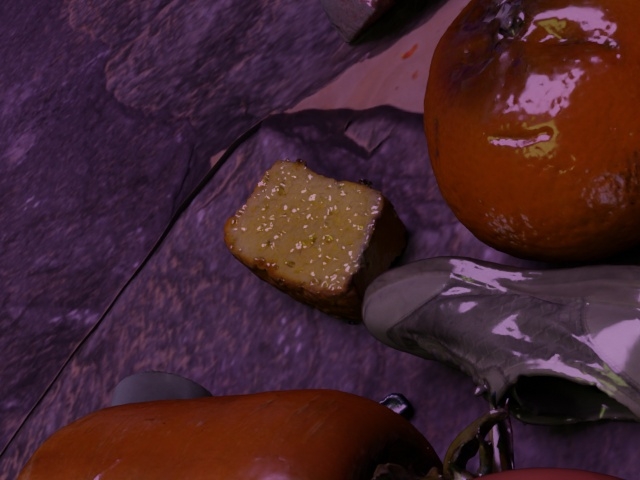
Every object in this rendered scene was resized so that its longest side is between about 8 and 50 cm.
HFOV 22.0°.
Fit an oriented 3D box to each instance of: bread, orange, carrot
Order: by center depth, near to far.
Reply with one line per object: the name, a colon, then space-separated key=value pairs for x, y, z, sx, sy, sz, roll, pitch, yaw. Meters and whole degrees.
carrot: x=-0.014 y=0.191 z=1.019 sx=0.331 sy=0.214 sz=0.193 roll=-10 pitch=66 yaw=41
orange: x=0.170 y=-0.094 z=1.104 sx=0.224 sy=0.170 sz=0.224 roll=-31 pitch=37 yaw=27
bread: x=0.000 y=0.000 z=1.298 sx=0.187 sy=0.065 sz=0.103 roll=16 pitch=68 yaw=55

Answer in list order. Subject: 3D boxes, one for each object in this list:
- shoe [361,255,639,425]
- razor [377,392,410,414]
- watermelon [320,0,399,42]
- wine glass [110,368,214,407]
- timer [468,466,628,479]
shoe: x=0.132 y=0.069 z=1.051 sx=0.274 sy=0.103 sz=0.098 roll=0 pitch=60 yaw=47
razor: x=-0.009 y=0.176 z=1.174 sx=0.190 sy=0.033 sz=0.066 roll=-41 pitch=-7 yaw=7
watermelon: x=0.092 y=-0.275 z=1.454 sx=0.241 sy=0.094 sz=0.154 roll=-46 pitch=44 yaw=7
wine glass: x=-0.134 y=0.210 z=1.207 sx=0.103 sy=0.103 sz=0.231 roll=-24 pitch=36 yaw=32
timer: x=0.120 y=0.231 z=0.812 sx=0.229 sy=0.215 sz=0.230 roll=-35 pitch=34 yaw=28
